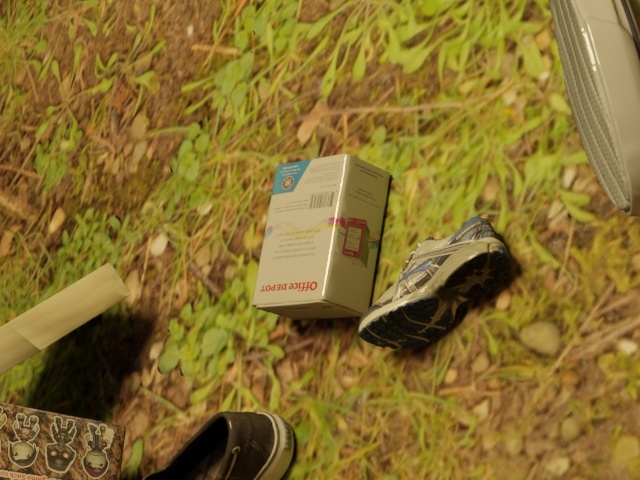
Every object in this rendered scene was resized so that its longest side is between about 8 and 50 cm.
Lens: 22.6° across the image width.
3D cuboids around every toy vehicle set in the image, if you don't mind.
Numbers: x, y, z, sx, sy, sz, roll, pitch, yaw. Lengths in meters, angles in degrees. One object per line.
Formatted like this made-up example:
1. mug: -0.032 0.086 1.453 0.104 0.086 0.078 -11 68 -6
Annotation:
1. toy vehicle set: -0.310 0.113 1.423 0.035 0.267 0.166 59 151 -3

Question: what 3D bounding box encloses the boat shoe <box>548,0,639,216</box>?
1. boat shoe: 0.207 -0.162 1.082 0.094 0.109 0.302 -10 67 -1

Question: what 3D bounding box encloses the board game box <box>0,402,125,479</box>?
1. board game box: -0.288 0.303 1.361 0.232 0.141 0.291 -27 53 57

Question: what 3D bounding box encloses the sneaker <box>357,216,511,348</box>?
1. sneaker: 0.082 0.031 1.183 0.135 0.052 0.058 -35 39 24

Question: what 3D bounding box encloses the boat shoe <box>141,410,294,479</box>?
1. boat shoe: -0.117 0.214 1.297 0.228 0.076 0.080 -43 46 28

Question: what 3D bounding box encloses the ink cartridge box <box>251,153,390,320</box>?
1. ink cartridge box: 0.000 0.000 1.280 0.088 0.052 0.122 -6 68 48
